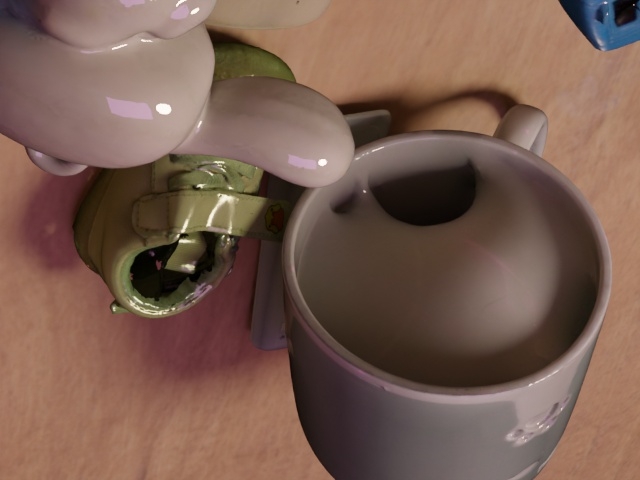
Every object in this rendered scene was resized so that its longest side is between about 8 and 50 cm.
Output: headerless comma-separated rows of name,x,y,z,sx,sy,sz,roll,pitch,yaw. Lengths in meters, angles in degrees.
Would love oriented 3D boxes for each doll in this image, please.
doll,-0.164,-0.190,0.976,0.376,0.187,0.365,-4,135,-9

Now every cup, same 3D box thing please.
cup,0.119,0.051,1.344,0.259,0.356,0.274,21,147,13

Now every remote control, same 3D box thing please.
remote control,0.000,0.000,1.396,0.103,0.051,0.293,-10,140,-18

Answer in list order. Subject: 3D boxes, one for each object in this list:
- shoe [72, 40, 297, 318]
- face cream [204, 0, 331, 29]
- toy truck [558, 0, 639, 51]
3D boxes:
shoe,-0.099,-0.042,1.256,0.140,0.128,0.262,0,140,-48
face cream,-0.002,-0.297,1.028,0.174,0.081,0.348,-1,136,-35
toy truck,0.340,-0.281,1.171,0.385,0.161,0.162,-21,150,-6
